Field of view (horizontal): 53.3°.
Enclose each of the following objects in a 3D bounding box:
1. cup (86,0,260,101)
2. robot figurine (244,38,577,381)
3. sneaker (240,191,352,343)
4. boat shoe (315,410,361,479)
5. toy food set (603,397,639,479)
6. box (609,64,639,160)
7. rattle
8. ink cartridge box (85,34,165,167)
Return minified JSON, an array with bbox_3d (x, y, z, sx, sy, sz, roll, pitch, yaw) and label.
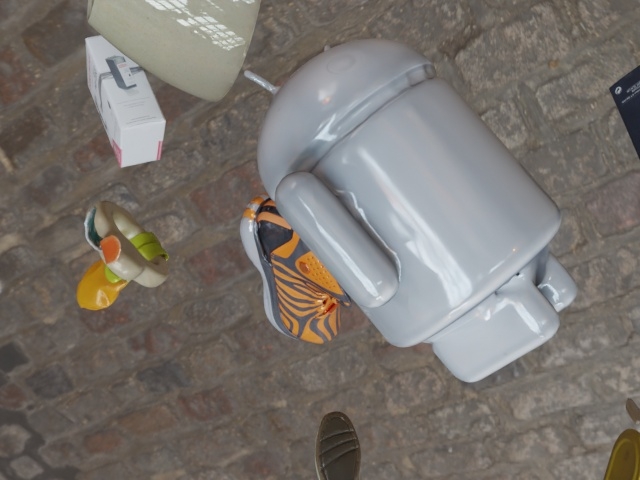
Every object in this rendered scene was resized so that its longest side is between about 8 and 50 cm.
[{"bbox_3d":[-0.265,-0.428,1.099,0.237,0.331,0.331,8,124,-26],"label":"cup"},{"bbox_3d":[0.078,-0.043,0.604,0.353,0.300,0.200,51,124,7],"label":"robot figurine"},{"bbox_3d":[0.007,0.074,0.947,0.180,0.124,0.321,18,150,34],"label":"sneaker"},{"bbox_3d":[0.028,0.353,0.949,0.068,0.189,0.072,-4,162,-2],"label":"boat shoe"},{"bbox_3d":[0.530,0.388,1.051,0.071,0.128,0.217,15,95,6],"label":"toy food set"},{"bbox_3d":[0.747,-0.192,1.206,0.296,0.293,0.183,8,149,-31],"label":"box"},{"bbox_3d":[-0.266,0.029,0.743,0.143,0.199,0.130,-22,101,1],"label":"rattle"},{"bbox_3d":[-0.396,-0.282,1.288,0.217,0.092,0.158,66,155,15],"label":"ink cartridge box"}]
